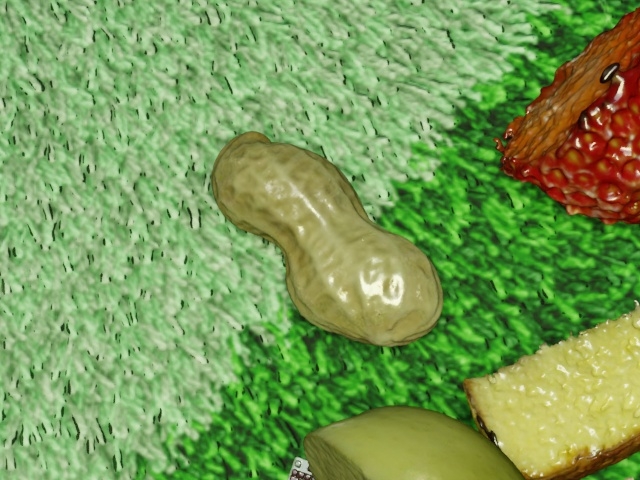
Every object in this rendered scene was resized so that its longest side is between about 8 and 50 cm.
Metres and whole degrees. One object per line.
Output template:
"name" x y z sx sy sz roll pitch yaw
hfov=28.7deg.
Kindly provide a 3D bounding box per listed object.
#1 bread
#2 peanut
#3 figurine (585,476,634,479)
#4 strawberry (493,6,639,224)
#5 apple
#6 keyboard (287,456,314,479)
"bread" 0.256 0.169 1.240 0.260 0.134 0.129 -19 63 -18
"peanut" 0.000 0.000 1.315 0.136 0.120 0.298 -41 74 -8
"figurine" 0.342 0.258 1.226 0.195 0.111 0.102 -26 63 -5
"strawberry" 0.312 -0.111 1.277 0.178 0.234 0.234 38 84 -11
"apple" 0.078 0.292 1.092 0.258 0.233 0.295 39 120 23
"keyboard" 0.043 0.275 1.301 0.166 0.017 0.055 18 81 10
